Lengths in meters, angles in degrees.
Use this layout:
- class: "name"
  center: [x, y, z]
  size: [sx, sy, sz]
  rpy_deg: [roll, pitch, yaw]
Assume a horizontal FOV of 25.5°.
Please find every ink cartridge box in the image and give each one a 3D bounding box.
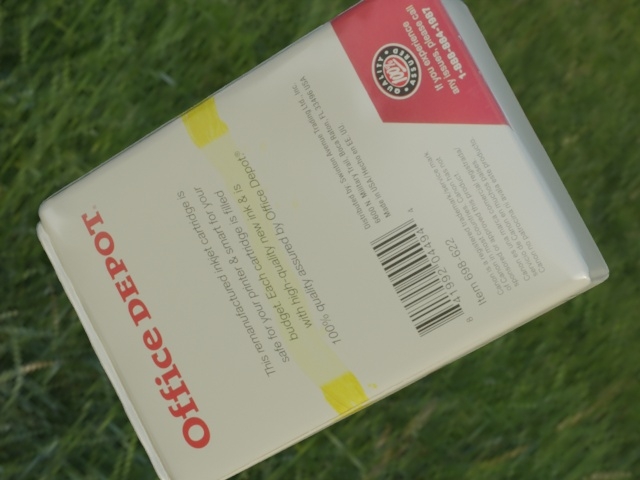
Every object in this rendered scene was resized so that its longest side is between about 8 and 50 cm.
- class: "ink cartridge box"
  center: [0.000, 0.000, 1.174]
  size: [0.279, 0.384, 0.160]
  rpy_deg: [63, 16, 7]
